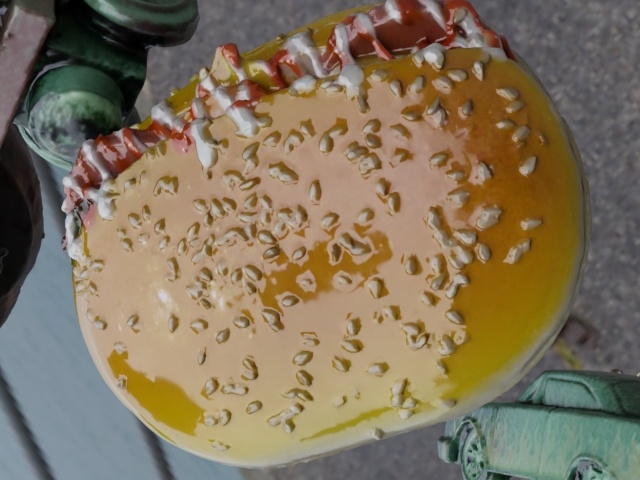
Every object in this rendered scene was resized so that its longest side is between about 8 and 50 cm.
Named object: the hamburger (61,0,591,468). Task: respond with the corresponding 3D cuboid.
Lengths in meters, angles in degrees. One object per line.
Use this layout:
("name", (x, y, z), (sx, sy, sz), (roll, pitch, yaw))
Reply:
("hamburger", (0.000, 0.000, 0.760), (0.151, 0.295, 0.227), (22, -131, -67))

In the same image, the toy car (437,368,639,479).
("toy car", (0.205, 0.139, 0.949), (0.141, 0.097, 0.321), (11, 173, -19))

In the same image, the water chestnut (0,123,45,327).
("water chestnut", (-0.376, -0.007, 1.277), (0.300, 0.300, 0.300), (39, 155, 22))

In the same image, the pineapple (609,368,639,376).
("pineapple", (0.316, 0.211, 1.335), (0.158, 0.161, 0.334), (8, 150, -11))

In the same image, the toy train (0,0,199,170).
("toy train", (-0.198, -0.174, 0.901), (0.221, 0.304, 0.150), (17, 127, -22))
